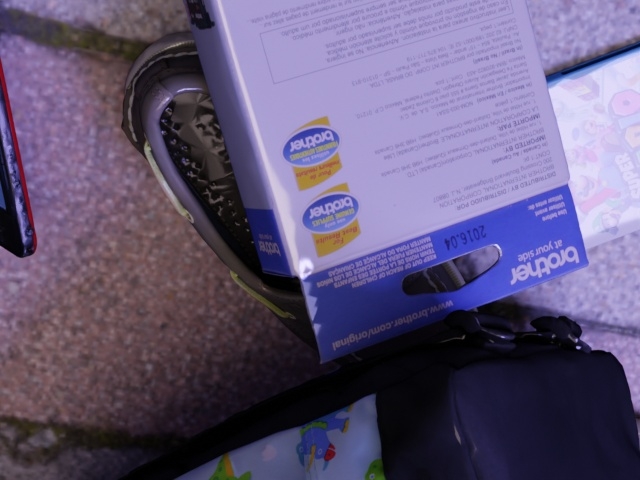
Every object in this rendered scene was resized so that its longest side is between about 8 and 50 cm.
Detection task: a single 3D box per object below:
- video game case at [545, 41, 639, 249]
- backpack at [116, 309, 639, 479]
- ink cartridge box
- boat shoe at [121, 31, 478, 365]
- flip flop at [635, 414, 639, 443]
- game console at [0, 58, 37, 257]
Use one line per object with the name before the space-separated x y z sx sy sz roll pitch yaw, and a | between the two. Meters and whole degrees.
video game case | 0.208 -0.067 0.930 0.166 0.015 0.119 -20 111 1
backpack | -0.003 0.201 0.850 0.356 0.290 0.273 -13 81 25
ink cartridge box | 0.028 -0.106 0.807 0.186 0.065 0.311 -19 97 -21
boat shoe | -0.003 0.003 0.886 0.109 0.091 0.305 -42 110 8
flip flop | 0.127 0.217 0.988 0.277 0.080 0.112 -29 111 4
game console | -0.236 -0.058 0.841 0.085 0.124 0.144 -20 114 -29
